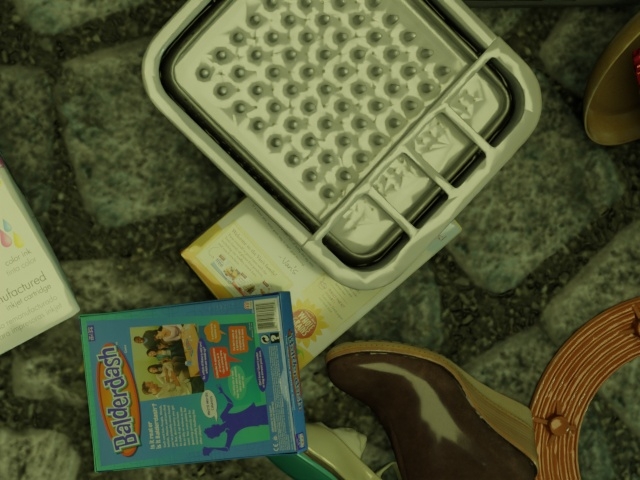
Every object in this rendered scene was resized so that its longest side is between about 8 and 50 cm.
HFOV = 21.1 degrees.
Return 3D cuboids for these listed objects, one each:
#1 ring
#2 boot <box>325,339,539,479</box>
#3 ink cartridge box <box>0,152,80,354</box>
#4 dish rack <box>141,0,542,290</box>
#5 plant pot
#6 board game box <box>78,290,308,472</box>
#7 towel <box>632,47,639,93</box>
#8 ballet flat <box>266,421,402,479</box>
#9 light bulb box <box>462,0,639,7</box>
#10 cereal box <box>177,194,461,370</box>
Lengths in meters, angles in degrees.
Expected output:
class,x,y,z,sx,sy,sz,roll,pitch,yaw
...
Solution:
class,x,y,z,sx,sy,sz,roll,pitch,yaw
ring,0.380,0.223,1.815,0.337,0.032,0.336,0,92,-9
boot,0.105,0.223,1.706,0.248,0.090,0.206,23,56,-15
ink cartridge box,-0.403,-0.042,1.649,0.207,0.119,0.353,-29,95,-6
dish rack,0.019,-0.149,1.677,0.333,0.072,0.285,44,86,-11
plant pot,0.352,-0.190,1.719,0.236,0.236,0.032,-34,65,-6
board game box,-0.126,0.140,1.691,0.210,0.047,0.160,-6,88,12
towel,0.414,-0.142,1.727,0.199,0.031,0.275,-34,140,-6
ballet flat,0.038,0.244,1.750,0.248,0.086,0.086,42,86,-9
light bulb box,0.243,-0.423,1.597,0.225,0.361,0.357,-3,87,-8
cereal box,0.000,0.000,1.745,0.240,0.047,0.173,-40,97,-6
